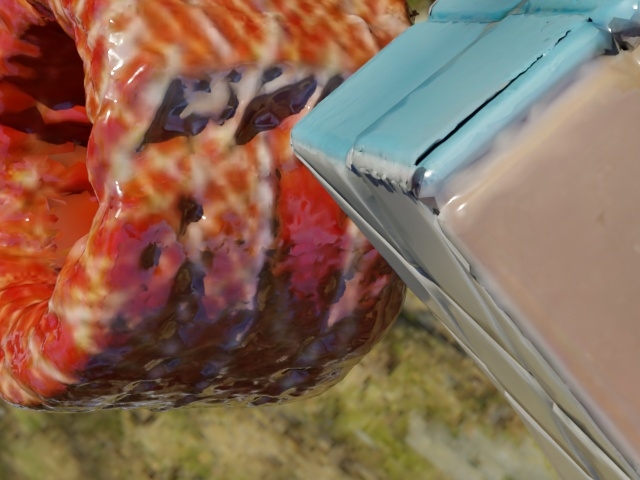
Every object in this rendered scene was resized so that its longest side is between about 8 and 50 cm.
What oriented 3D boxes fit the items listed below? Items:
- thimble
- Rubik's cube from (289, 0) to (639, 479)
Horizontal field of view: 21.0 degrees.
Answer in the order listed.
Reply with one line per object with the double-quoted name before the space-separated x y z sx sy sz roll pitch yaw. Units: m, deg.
"thimble" -0.100 -0.051 1.135 0.350 0.230 0.350 -6 84 61
"Rubik's cube" 0.154 -0.019 0.603 0.221 0.224 0.231 50 176 -13
